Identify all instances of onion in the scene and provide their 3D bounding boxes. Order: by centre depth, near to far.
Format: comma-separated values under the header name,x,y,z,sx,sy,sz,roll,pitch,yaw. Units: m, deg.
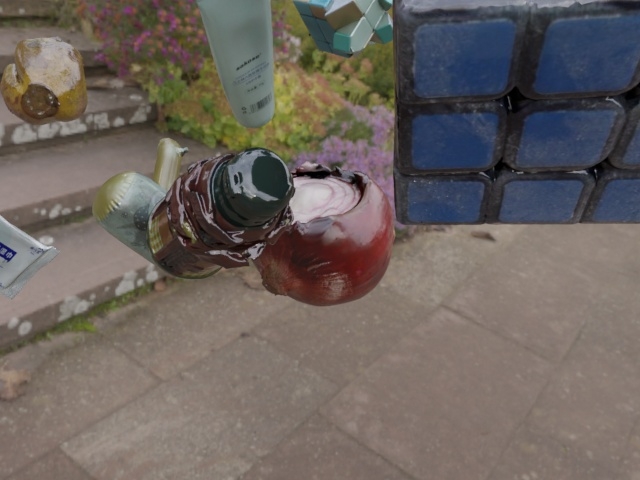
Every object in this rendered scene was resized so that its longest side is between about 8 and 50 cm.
name,x,y,z,sx,sy,sz,roll,pitch,yaw
onion,0.001,-0.006,1.394,0.340,0.342,0.341,8,26,-4

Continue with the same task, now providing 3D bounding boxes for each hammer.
name,x,y,z,sx,sy,sz,roll,pitch,yaw
hammer,-0.273,-0.088,1.105,0.202,0.113,0.306,43,26,-30

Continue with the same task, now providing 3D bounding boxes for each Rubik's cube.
name,x,y,z,sx,sy,sz,roll,pitch,yaw
Rubik's cube,0.223,-0.213,0.637,0.300,0.305,0.304,0,60,7
Rubik's cube,0.083,-0.575,1.609,0.212,0.224,0.265,27,-14,36

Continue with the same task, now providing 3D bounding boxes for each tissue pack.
name,x,y,z,sx,sy,sz,roll,pitch,yaw
tissue pack,-0.556,0.011,1.059,0.193,0.122,0.026,45,-1,-42

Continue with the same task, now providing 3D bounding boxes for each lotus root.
name,x,y,z,sx,sy,sz,roll,pitch,yaw
lotus root,-0.646,-0.349,1.453,0.198,0.188,0.180,-6,33,-7

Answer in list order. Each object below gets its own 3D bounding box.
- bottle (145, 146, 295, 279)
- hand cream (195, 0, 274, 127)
name,x,y,z,sx,sy,sz,roll,pitch,yaw
bottle,-0.123,-0.031,0.820,0.156,0.143,0.271,0,-15,-33
hand cream,-0.111,-0.274,0.945,0.109,0.321,0.067,-30,72,-12
